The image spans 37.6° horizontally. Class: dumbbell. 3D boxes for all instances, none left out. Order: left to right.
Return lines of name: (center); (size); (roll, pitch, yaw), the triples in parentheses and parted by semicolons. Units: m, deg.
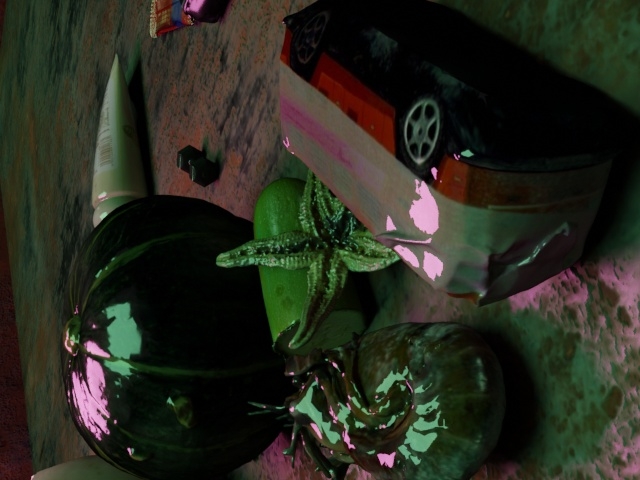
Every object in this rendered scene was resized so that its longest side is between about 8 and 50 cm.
dumbbell: (-0.168, -0.101, 1.275); (0.083, 0.040, 0.036); (40, 159, 57)

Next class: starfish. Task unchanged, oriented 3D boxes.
starfish: (0.001, 0.001, 0.831); (0.050, 0.216, 0.224); (63, -147, -44)

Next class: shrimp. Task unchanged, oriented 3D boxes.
shrimp: (0.031, 0.151, 0.776); (0.343, 0.116, 0.145); (-23, 67, 57)

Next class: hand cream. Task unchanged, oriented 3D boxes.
hand cream: (-0.345, -0.150, 1.585); (0.147, 0.093, 0.306); (127, 137, -60)

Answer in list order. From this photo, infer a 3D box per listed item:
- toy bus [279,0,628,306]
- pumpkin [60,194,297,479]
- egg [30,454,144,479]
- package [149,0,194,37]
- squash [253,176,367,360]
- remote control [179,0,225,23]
toy bus: (0.076, -0.079, 0.666); (0.303, 0.127, 0.147); (-130, 40, -50)
pumpkin: (-0.157, 0.105, 1.025); (0.323, 0.241, 0.323); (176, 90, -68)
egg: (-0.296, 0.417, 1.221); (0.278, 0.336, 0.279); (-3, -90, -71)
package: (-0.217, -0.348, 1.383); (0.200, 0.022, 0.083); (13, 104, 63)
squash: (-0.021, 0.013, 0.911); (0.095, 0.095, 0.188); (121, 140, -48)
remote control: (-0.102, -0.423, 1.091); (0.399, 0.062, 0.145); (-55, 44, 51)
